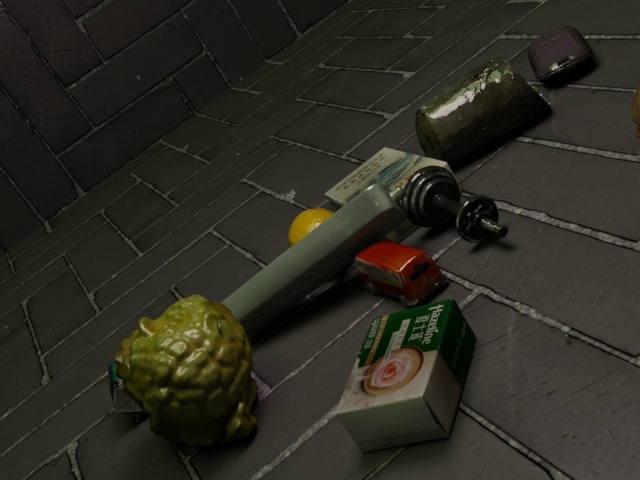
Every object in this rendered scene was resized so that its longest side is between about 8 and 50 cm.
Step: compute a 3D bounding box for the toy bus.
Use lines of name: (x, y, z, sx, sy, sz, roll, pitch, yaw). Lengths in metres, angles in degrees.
toy bus: (0.120, 0.046, 1.461, 0.079, 0.077, 0.174, -40, 24, -16)

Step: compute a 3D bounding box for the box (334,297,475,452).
box: (0.117, 0.177, 1.207, 0.135, 0.081, 0.199, -19, 29, 32)

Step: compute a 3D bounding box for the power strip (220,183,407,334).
power strip: (-0.006, 0.031, 1.550, 0.385, 0.091, 0.062, -38, 63, 18)

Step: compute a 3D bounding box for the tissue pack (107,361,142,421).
tissue pack: (-0.333, 0.270, 1.622, 0.085, 0.079, 0.111, -2, 17, -19)

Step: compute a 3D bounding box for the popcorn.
popcorn: (-0.195, 0.216, 1.412, 0.205, 0.252, 0.237, -22, -23, -36)

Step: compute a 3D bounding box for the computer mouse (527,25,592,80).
computer mouse: (0.487, -0.379, 1.850, 0.120, 0.057, 0.232, -26, 21, 16)

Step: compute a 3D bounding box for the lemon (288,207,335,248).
lemon: (0.000, 0.000, 1.667, 0.114, 0.114, 0.155, -35, 26, -5)

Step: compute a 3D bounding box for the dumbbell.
dumbbell: (0.226, -0.051, 1.494, 0.110, 0.110, 0.254, -38, 29, -10)

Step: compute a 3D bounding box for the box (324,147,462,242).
box: (0.132, -0.092, 1.730, 0.164, 0.069, 0.256, -38, 23, -11)

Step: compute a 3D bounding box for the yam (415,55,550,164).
yam: (0.303, -0.252, 1.733, 0.254, 0.154, 0.154, -29, 23, 4)

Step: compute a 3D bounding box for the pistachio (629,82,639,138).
pistachio: (0.532, -0.198, 1.345, 0.131, 0.130, 0.206, 1, 30, 29)
